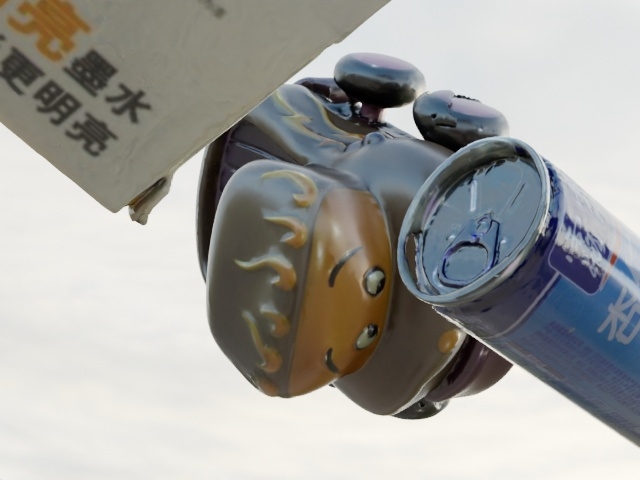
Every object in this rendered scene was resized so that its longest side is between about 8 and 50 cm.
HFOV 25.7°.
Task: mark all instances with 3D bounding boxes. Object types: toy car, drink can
[{"bbox_3d":[0.000,0.000,1.119,0.240,0.271,0.340,-4,24,-36],"label":"toy car"},{"bbox_3d":[0.151,0.043,0.745,0.235,0.097,0.097,33,-31,-34],"label":"drink can"}]

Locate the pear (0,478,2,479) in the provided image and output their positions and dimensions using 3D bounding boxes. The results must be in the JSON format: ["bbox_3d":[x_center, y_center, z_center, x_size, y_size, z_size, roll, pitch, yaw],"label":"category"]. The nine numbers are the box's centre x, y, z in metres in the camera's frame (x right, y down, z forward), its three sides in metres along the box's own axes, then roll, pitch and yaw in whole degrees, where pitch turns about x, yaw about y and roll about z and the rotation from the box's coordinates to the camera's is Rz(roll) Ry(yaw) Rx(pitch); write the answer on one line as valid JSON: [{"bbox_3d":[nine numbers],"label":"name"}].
[{"bbox_3d":[-0.208,0.189,0.668,0.187,0.187,0.219,-7,-24,38],"label":"pear"}]

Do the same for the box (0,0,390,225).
[{"bbox_3d":[-0.072,-0.164,0.339,0.274,0.091,0.221,40,-60,-21],"label":"box"}]
